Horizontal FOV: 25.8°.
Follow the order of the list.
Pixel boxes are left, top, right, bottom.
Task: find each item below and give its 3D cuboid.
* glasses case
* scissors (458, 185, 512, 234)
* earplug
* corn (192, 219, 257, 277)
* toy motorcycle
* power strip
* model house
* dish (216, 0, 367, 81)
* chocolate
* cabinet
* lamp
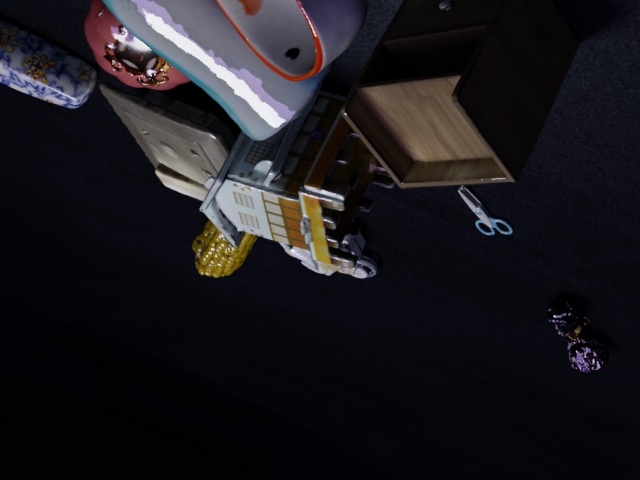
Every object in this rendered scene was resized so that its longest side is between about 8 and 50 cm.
[{"bbox_3d":[-0.467,-0.280,2.155,0.248,0.087,0.065,27,140,1],"label":"glasses case"},{"bbox_3d":[0.232,-0.042,2.032,0.058,0.014,0.119,-2,144,42],"label":"scissors"},{"bbox_3d":[-0.152,-0.289,1.734,0.324,0.185,0.185,36,152,-24],"label":"earplug"},{"bbox_3d":[-0.146,-0.020,2.323,0.097,0.097,0.320,29,151,-4],"label":"corn"},{"bbox_3d":[0.000,0.000,2.248,0.151,0.074,0.228,4,155,28],"label":"toy motorcycle"},{"bbox_3d":[-0.186,-0.141,2.109,0.257,0.092,0.251,25,153,32],"label":"power strip"},{"bbox_3d":[-0.025,-0.098,1.933,0.215,0.224,0.198,16,151,19],"label":"model house"},{"bbox_3d":[-0.037,-0.308,1.570,0.256,0.117,0.256,47,164,19],"label":"dish"},{"bbox_3d":[0.397,0.140,2.169,0.072,0.070,0.147,13,141,46],"label":"chocolate"},{"bbox_3d":[0.162,-0.192,1.618,0.175,0.215,0.148,-1,140,44],"label":"cabinet"},{"bbox_3d":[-0.226,-0.290,1.887,0.182,0.140,0.182,7,139,6],"label":"lamp"}]
